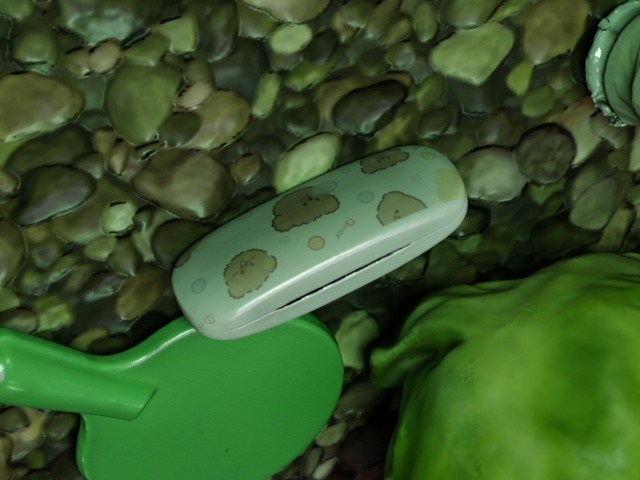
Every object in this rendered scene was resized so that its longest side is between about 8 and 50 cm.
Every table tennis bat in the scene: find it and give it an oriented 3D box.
[{"bbox_3d":[-0.091,0.087,0.922,0.257,0.039,0.160,18,118,-46],"label":"table tennis bat"}]

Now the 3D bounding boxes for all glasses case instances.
[{"bbox_3d":[0.000,0.000,0.875,0.164,0.063,0.041,-25,136,-8],"label":"glasses case"}]

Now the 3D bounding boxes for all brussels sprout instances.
[{"bbox_3d":[0.140,0.138,0.959,0.294,0.227,0.259,-49,144,-34],"label":"brussels sprout"}]

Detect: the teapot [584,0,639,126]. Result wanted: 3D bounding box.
[{"bbox_3d":[0.235,-0.087,0.843,0.077,0.200,0.107,31,86,-44],"label":"teapot"}]
